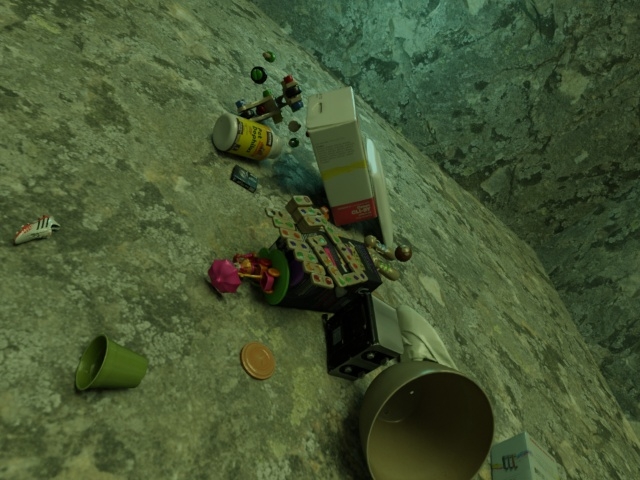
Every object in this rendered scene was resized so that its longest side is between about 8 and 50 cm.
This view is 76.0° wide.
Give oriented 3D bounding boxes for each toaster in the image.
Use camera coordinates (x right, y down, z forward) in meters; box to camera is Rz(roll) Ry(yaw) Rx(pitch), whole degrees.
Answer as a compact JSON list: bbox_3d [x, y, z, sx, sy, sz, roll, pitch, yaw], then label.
[{"bbox_3d":[0.100,0.234,1.014,0.110,0.168,0.186,31,34,-28],"label":"toaster"}]

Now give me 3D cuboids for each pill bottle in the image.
[{"bbox_3d":[-0.229,-0.326,1.326,0.214,0.117,0.117,5,49,-48],"label":"pill bottle"}]

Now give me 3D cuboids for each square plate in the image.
[{"bbox_3d":[0.235,-0.190,1.608,0.344,0.049,0.348,-86,163,-54],"label":"square plate"}]

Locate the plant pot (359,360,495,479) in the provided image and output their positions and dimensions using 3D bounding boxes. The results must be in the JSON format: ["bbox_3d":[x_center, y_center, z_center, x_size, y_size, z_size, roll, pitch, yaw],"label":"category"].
[{"bbox_3d":[0.202,0.384,0.902,0.284,0.284,0.191,37,-3,-15],"label":"plant pot"}]

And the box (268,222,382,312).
[{"bbox_3d":[0.002,0.082,1.071,0.270,0.165,0.144,16,41,-41],"label":"box"}]

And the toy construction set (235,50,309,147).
[{"bbox_3d":[-0.132,-0.485,1.528,0.309,0.257,0.237,43,21,-1],"label":"toy construction set"}]

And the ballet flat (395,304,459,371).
[{"bbox_3d":[0.312,0.369,1.169,0.139,0.139,0.400,-8,60,-54],"label":"ballet flat"}]

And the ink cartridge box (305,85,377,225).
[{"bbox_3d":[0.078,-0.292,1.431,0.279,0.160,0.385,-90,166,-49],"label":"ink cartridge box"}]

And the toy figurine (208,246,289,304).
[{"bbox_3d":[-0.180,0.067,0.941,0.159,0.130,0.173,7,25,-34],"label":"toy figurine"}]

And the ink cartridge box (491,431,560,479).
[{"bbox_3d":[0.559,0.649,1.116,0.128,0.127,0.176,44,30,-2],"label":"ink cartridge box"}]

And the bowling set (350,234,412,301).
[{"bbox_3d":[0.172,0.050,1.303,0.154,0.200,0.287,31,29,-21],"label":"bowling set"}]

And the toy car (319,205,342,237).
[{"bbox_3d":[0.028,-0.057,1.386,0.040,0.060,0.122,-24,62,-25],"label":"toy car"}]

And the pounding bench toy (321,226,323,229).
[{"bbox_3d":[-0.043,-0.048,1.273,0.083,0.065,0.052,12,44,-43],"label":"pounding bench toy"}]

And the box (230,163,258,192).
[{"bbox_3d":[-0.232,-0.189,1.255,0.083,0.018,0.067,31,34,-24],"label":"box"}]

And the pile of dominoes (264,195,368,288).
[{"bbox_3d":[0.000,0.000,0.965,0.195,0.040,0.251,-8,57,-52],"label":"pile of dominoes"}]

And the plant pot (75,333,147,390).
[{"bbox_3d":[-0.319,0.197,0.638,0.079,0.083,0.083,35,29,-42],"label":"plant pot"}]

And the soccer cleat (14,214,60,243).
[{"bbox_3d":[-0.493,-0.015,0.715,0.035,0.029,0.083,35,27,-10],"label":"soccer cleat"}]

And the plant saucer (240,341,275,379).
[{"bbox_3d":[-0.129,0.250,0.859,0.083,0.013,0.084,31,34,-24],"label":"plant saucer"}]
